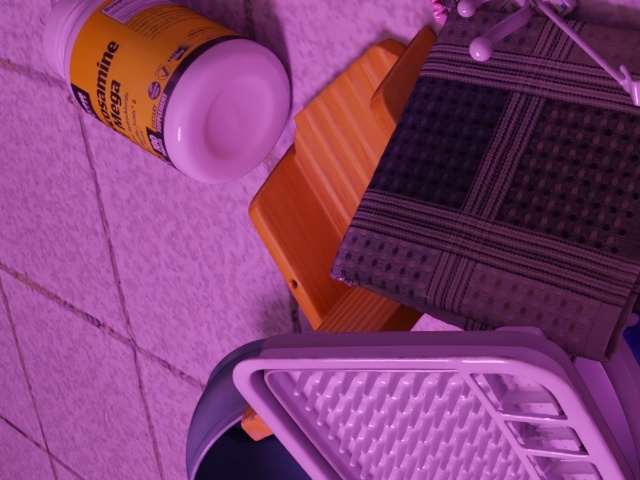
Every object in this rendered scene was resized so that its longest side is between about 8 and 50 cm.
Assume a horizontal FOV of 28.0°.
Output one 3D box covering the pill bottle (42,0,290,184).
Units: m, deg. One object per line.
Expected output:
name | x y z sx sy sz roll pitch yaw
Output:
pill bottle | -0.212 -0.217 1.670 0.334 0.188 0.188 31 136 38

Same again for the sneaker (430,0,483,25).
sneaker | 0.131 -0.278 1.301 0.057 0.047 0.119 -1 120 47

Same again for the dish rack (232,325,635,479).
dish rack | 0.113 0.166 1.170 0.333 0.072 0.285 -4 138 32

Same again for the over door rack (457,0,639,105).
over door rack | 0.166 -0.259 1.048 0.324 0.108 0.239 48 159 59

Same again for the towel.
towel | 0.193 -0.059 1.188 0.324 0.312 0.056 18 169 41

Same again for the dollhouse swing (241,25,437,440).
dollhouse swing | 0.000 0.000 1.442 0.315 0.305 0.347 59 148 2

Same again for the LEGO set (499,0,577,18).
LEGO set | 0.210 -0.314 1.183 0.182 0.060 0.244 49 149 0

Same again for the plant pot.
plant pot | -0.057 0.258 1.765 0.196 0.293 0.293 -117 21 -51

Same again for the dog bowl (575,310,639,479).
dog bowl | 0.283 0.126 1.251 0.265 0.104 0.265 61 168 22
